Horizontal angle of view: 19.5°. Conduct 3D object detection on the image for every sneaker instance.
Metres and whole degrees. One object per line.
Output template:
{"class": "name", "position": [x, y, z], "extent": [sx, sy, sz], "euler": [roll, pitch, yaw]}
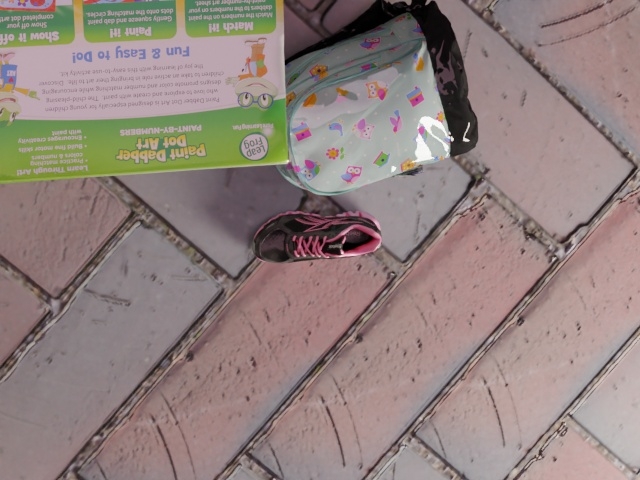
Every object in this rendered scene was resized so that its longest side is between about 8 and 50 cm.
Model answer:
{"class": "sneaker", "position": [0.000, 0.000, 1.645], "extent": [0.119, 0.057, 0.047], "euler": [-8, 107, -11]}

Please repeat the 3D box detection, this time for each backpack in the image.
{"class": "backpack", "position": [0.036, -0.115, 1.596], "extent": [0.182, 0.115, 0.152], "euler": [-19, 110, -7]}

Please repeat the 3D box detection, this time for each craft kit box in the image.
{"class": "craft kit box", "position": [-0.151, -0.174, 1.438], "extent": [0.249, 0.061, 0.247], "euler": [-4, 101, -14]}
